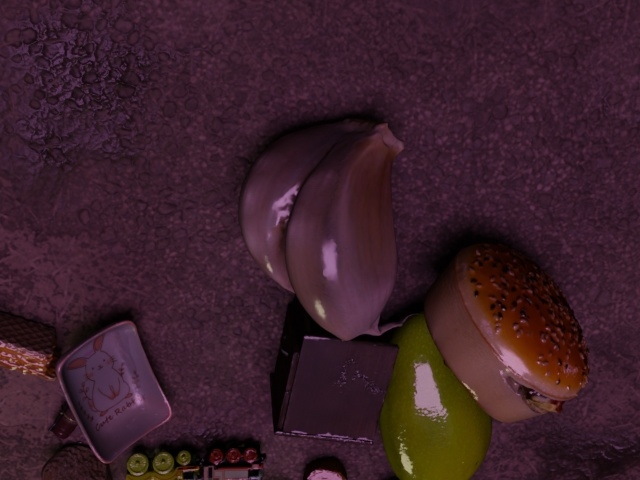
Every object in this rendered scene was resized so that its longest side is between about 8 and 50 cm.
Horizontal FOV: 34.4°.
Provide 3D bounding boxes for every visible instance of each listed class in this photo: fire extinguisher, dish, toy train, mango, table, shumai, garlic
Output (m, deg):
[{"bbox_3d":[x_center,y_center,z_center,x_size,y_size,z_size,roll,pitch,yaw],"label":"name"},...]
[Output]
[{"bbox_3d":[-0.413,0.280,1.767,0.056,0.039,0.132,21,115,-41],"label":"fire extinguisher"},{"bbox_3d":[-0.352,0.241,1.710,0.151,0.077,0.213,-34,121,-28],"label":"dish"},{"bbox_3d":[-0.219,0.404,1.826,0.249,0.053,0.085,-4,75,-4],"label":"toy train"},{"bbox_3d":[0.191,0.275,1.761,0.192,0.156,0.343,-11,115,-3],"label":"mango"},{"bbox_3d":[0.014,0.201,1.697,0.172,0.169,0.193,9,116,-10],"label":"table"},{"bbox_3d":[-0.431,0.441,1.816,0.145,0.146,0.116,17,136,-14],"label":"shumai"},{"bbox_3d":[0.000,0.000,1.571,0.231,0.246,0.340,5,114,32],"label":"garlic"}]

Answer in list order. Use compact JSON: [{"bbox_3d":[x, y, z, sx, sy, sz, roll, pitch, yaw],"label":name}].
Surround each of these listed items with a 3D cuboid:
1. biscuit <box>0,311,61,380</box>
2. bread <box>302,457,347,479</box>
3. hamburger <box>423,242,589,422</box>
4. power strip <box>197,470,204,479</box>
[{"bbox_3d":[-0.593,0.131,1.641,0.378,0.094,0.054,20,113,-15],"label":"biscuit"},{"bbox_3d":[0.009,0.437,1.883,0.085,0.053,0.085,-1,105,-3],"label":"bread"},{"bbox_3d":[0.303,0.140,1.639,0.176,0.300,0.300,-35,116,26],"label":"hamburger"},{"bbox_3d":[-0.241,0.532,1.909,0.117,0.046,0.271,-5,117,-3],"label":"power strip"}]
